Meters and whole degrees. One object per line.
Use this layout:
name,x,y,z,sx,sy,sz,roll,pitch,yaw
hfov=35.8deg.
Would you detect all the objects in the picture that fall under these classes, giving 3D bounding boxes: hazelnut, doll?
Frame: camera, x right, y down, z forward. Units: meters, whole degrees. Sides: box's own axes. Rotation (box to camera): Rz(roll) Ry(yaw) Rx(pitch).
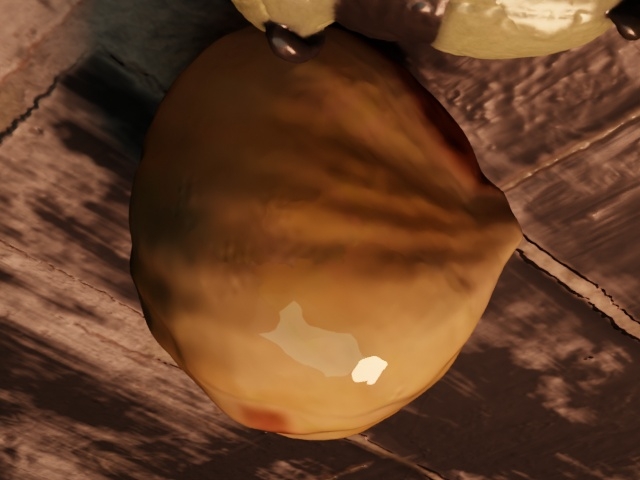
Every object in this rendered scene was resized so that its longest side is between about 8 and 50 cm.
hazelnut,0.000,0.000,0.615,0.241,0.261,0.261,4,141,-1
doll,0.052,-0.162,0.499,0.234,0.135,0.144,8,139,0
